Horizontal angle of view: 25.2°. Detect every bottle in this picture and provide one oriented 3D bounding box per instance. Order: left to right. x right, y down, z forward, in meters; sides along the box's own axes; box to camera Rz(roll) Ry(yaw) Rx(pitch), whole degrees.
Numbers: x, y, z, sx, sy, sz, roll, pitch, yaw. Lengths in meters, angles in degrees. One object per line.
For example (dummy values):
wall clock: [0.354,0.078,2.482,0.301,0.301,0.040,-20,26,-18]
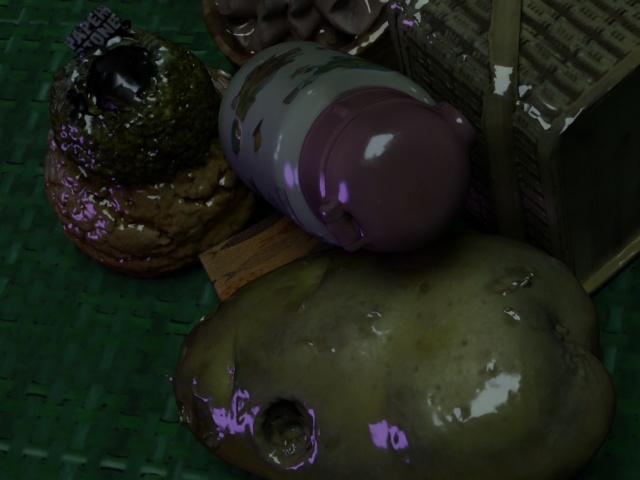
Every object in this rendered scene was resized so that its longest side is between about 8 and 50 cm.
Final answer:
bottle: [0.018,-0.058,0.916,0.120,0.120,0.253,-35,22,-8]

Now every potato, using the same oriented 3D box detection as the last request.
potato: [0.044,0.086,0.917,0.296,0.141,0.192,0,57,22]

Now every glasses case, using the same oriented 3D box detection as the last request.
glasses case: [0.000,0.000,1.042,0.170,0.041,0.065,-29,44,-3]

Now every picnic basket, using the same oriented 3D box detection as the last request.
picnic basket: [0.204,-0.143,0.962,0.313,0.228,0.175,-39,59,-11]

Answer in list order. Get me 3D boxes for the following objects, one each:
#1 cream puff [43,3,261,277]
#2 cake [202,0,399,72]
cream puff: [-0.136,-0.087,1.055,0.183,0.169,0.183,-7,58,12]
cake: [0.002,-0.213,1.094,0.185,0.178,0.208,34,69,30]
